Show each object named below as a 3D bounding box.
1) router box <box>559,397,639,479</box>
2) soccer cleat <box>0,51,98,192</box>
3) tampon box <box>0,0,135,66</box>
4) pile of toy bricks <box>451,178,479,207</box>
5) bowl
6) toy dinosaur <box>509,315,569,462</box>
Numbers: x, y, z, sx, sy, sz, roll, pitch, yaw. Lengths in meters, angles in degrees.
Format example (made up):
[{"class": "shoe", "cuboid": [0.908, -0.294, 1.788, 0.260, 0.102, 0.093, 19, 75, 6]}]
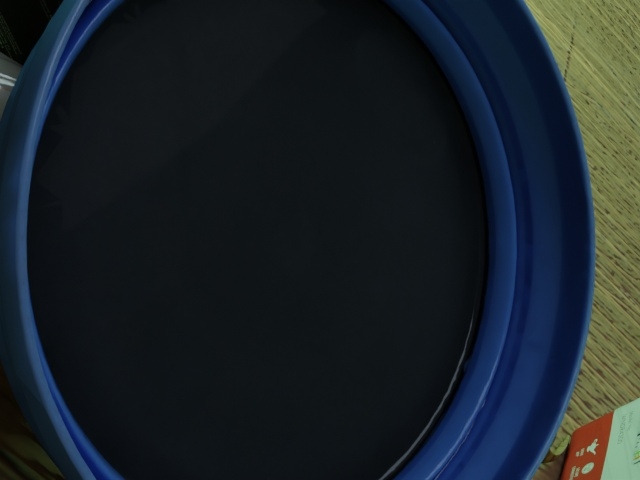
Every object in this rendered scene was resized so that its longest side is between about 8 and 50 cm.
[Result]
[{"class": "router box", "cuboid": [0.276, 0.192, 0.723, 0.082, 0.301, 0.335, 48, 35, -8]}, {"class": "soccer cleat", "cuboid": [-0.186, -0.077, 0.619, 0.196, 0.068, 0.076, 39, 27, -1]}, {"class": "tampon box", "cuboid": [-0.107, -0.153, 0.672, 0.161, 0.101, 0.120, -48, 136, -32]}, {"class": "pile of toy bricks", "cuboid": [0.069, 0.006, 0.819, 0.212, 0.118, 0.105, 31, 8, -28]}, {"class": "bowl", "cuboid": [0.000, 0.000, 0.625, 0.391, 0.077, 0.391, 1, 88, -39]}, {"class": "toy dinosaur", "cuboid": [0.150, 0.139, 0.817, 0.064, 0.112, 0.211, 54, -13, 37]}]
